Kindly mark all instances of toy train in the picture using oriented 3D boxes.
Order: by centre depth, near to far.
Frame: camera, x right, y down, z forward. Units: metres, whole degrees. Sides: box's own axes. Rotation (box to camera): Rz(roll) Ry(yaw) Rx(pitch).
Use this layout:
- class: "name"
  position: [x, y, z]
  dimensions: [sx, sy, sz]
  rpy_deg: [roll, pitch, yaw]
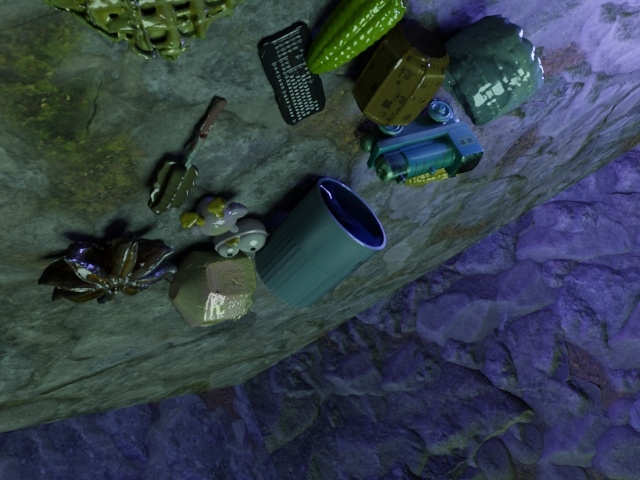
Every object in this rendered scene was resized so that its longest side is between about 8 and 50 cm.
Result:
- class: "toy train"
  position: [0.255, -0.241, 1.265]
  dimensions: [0.298, 0.194, 0.120]
  rpy_deg: [-17, 159, -20]

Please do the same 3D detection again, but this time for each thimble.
- class: "thimble"
  position: [0.362, -0.369, 1.066]
  dimensions: [0.172, 0.205, 0.250]
  rpy_deg: [-33, -178, 15]

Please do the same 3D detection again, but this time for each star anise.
- class: "star anise"
  position: [-0.516, 0.069, 1.218]
  dimensions: [0.331, 0.118, 0.332]
  rpy_deg: [-14, 159, -6]

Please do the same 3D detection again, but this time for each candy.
- class: "candy"
  position: [0.053, -0.372, 0.869]
  dimensions: [0.209, 0.097, 0.096]
  rpy_deg: [-35, 157, 29]
- class: "candy"
  position: [0.343, -0.226, 1.546]
  dimensions: [0.198, 0.094, 0.106]
  rpy_deg: [-19, -165, 1]

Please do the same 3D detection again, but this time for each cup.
- class: "cup"
  position: [-0.015, -0.007, 1.454]
  dimensions: [0.256, 0.331, 0.311]
  rpy_deg: [29, 121, -31]

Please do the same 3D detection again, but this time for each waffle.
- class: "waffle"
  position: [-0.212, -0.362, 0.608]
  dimensions: [0.297, 0.073, 0.317]
  rpy_deg: [-36, 157, 26]

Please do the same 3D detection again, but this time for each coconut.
- class: "coconut"
  position: [-0.327, 0.142, 1.457]
  dimensions: [0.245, 0.233, 0.233]
  rpy_deg: [-10, 154, -44]

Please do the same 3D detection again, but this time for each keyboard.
- class: "keyboard"
  position: [-0.050, -0.318, 0.978]
  dimensions: [0.106, 0.016, 0.262]
  rpy_deg: [-26, 159, -1]

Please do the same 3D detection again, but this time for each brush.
- class: "brush"
  position: [-0.273, -0.174, 1.015]
  dimensions: [0.301, 0.071, 0.084]
  rpy_deg: [-51, 165, 32]

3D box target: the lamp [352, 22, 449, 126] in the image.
- class: "lamp"
  position: [0.161, -0.333, 1.002]
  dimensions: [0.161, 0.161, 0.185]
  rpy_deg: [-10, 152, -36]

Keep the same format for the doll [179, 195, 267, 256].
- class: "doll"
  position: [-0.247, -0.032, 1.318]
  dimensions: [0.160, 0.094, 0.365]
  rpy_deg: [-24, 159, 3]
